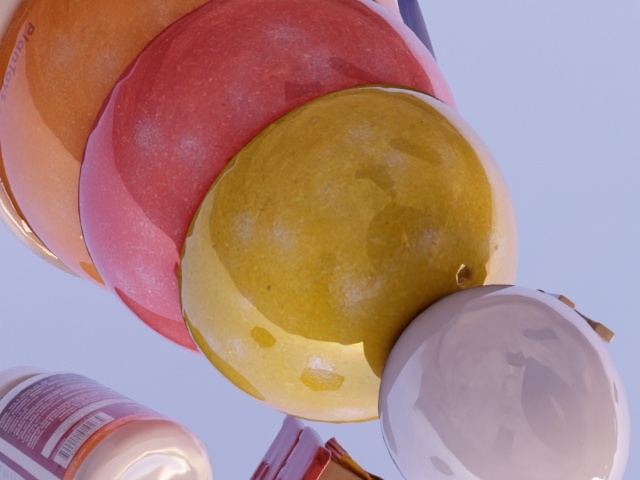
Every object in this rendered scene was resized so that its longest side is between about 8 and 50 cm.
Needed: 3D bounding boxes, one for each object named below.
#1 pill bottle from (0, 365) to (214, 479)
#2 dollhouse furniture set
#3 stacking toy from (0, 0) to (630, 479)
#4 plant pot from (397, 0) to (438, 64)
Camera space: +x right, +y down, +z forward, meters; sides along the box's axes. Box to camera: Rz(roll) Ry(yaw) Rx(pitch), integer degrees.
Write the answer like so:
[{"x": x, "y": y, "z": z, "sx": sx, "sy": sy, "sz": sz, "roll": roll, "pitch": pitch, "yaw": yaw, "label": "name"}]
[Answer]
[{"x": -0.194, "y": 0.173, "z": 0.739, "sx": 0.221, "sy": 0.121, "sz": 0.121, "roll": 12, "pitch": -135, "yaw": 47, "label": "pill bottle"}, {"x": 0.103, "y": 0.186, "z": 0.978, "sx": 0.201, "sy": 0.152, "sz": 0.374, "roll": 36, "pitch": -96, "yaw": -13, "label": "dollhouse furniture set"}, {"x": 0.000, "y": 0.000, "z": 0.577, "sx": 0.350, "sy": 0.351, "sz": 0.480, "roll": -20, "pitch": -138, "yaw": -19, "label": "stacking toy"}, {"x": -0.011, "y": -0.152, "z": 1.071, "sx": 0.212, "sy": 0.236, "sz": 0.236, "roll": -28, "pitch": -75, "yaw": -33, "label": "plant pot"}]
